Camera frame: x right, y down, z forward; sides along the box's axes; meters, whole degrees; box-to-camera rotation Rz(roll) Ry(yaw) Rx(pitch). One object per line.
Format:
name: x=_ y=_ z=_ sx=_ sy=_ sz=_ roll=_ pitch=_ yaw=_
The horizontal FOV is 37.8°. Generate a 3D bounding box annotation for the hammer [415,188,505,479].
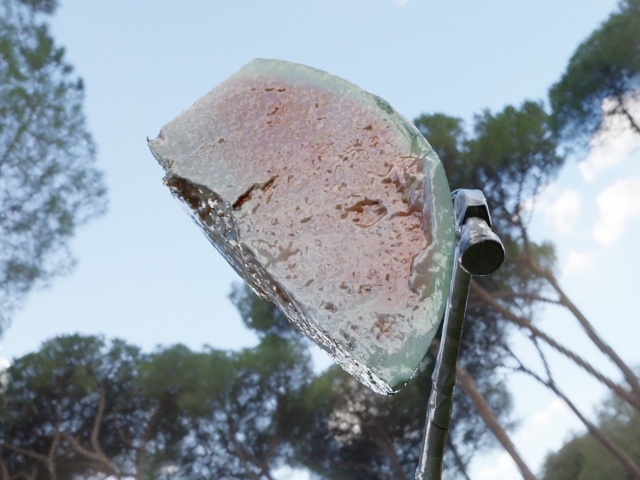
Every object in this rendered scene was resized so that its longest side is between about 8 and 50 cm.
hammer: x=0.141 y=0.139 z=1.041 sx=0.044 sy=0.152 sz=0.427 roll=3 pitch=-60 yaw=-2

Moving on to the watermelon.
watermelon: x=0.000 y=0.000 z=0.776 sx=0.180 sy=0.305 sz=0.224 roll=-14 pitch=-41 yaw=-48
